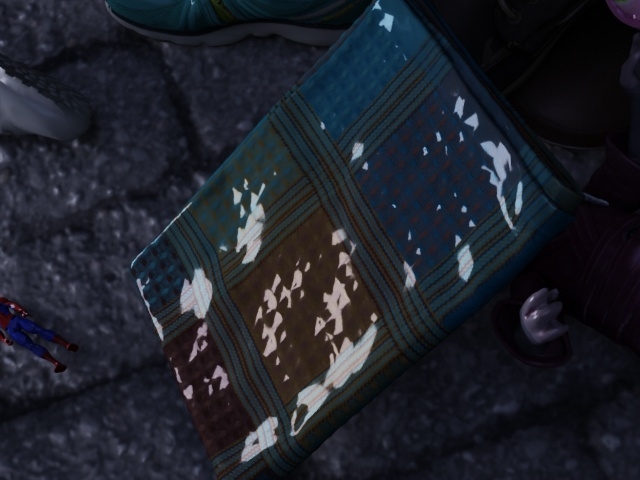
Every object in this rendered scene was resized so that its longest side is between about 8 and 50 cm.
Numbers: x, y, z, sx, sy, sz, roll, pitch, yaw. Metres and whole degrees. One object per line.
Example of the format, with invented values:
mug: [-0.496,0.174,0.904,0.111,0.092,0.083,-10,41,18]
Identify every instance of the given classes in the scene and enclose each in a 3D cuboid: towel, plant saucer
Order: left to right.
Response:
towel: [0.000,0.000,0.778,0.370,0.040,0.271,-44,54,20]
plant saucer: [0.240,-0.170,0.873,0.199,0.036,0.198,-2,77,11]

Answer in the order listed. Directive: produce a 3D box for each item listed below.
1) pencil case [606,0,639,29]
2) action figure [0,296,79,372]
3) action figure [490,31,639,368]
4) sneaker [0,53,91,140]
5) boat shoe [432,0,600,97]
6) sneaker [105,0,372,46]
pencil case: [0.347,-0.228,0.758,0.284,0.124,0.124,-17,70,-35]
action figure: [-0.284,0.082,0.919,0.115,0.030,0.038,28,89,17]
action figure: [0.266,0.029,0.769,0.370,0.275,0.248,34,80,35]
sneaker: [-0.330,-0.138,0.958,0.235,0.090,0.094,25,96,19]
boat shoe: [0.171,-0.231,0.813,0.355,0.130,0.132,-40,73,0]
sneaker: [-0.077,-0.249,0.913,0.275,0.110,0.107,2,78,12]
